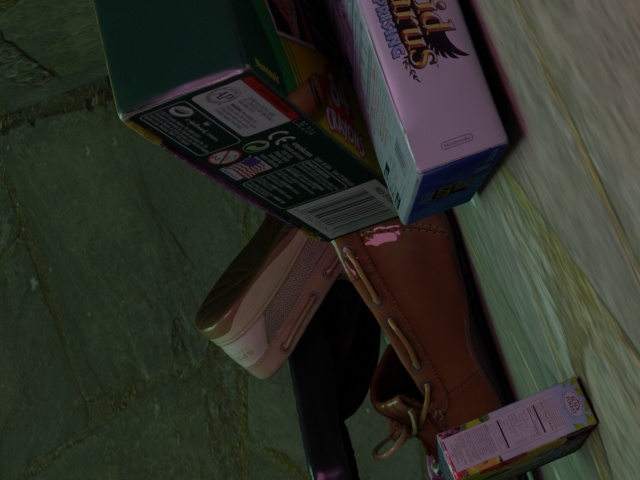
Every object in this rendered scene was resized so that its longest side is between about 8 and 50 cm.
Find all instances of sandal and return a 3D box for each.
[{"bbox_3d":[0.020,0.106,1.321,0.168,0.107,0.446,73,-176,-51],"label":"sandal"}]

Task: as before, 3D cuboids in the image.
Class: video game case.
[{"bbox_3d":[0.045,-0.146,0.819,0.269,0.061,0.244,73,177,-85],"label":"video game case"}]

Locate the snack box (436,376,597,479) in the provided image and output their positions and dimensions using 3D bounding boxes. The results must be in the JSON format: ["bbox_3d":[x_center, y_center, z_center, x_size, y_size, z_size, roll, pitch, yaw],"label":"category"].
[{"bbox_3d":[0.133,0.141,0.860,0.141,0.100,0.037,73,175,-72],"label":"snack box"}]

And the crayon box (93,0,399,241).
[{"bbox_3d":[-0.057,-0.193,0.974,0.363,0.106,0.313,31,-138,-65],"label":"crayon box"}]

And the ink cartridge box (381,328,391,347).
[{"bbox_3d":[0.104,0.070,1.457,0.143,0.089,0.092,72,177,-67],"label":"ink cartridge box"}]

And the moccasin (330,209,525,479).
[{"bbox_3d":[0.101,0.135,1.203,0.139,0.147,0.380,-112,1,-63],"label":"moccasin"}]

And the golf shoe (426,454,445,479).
[{"bbox_3d":[0.212,0.349,1.397,0.140,0.115,0.306,28,-133,-75],"label":"golf shoe"}]

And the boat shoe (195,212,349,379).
[{"bbox_3d":[0.000,0.000,1.239,0.098,0.302,0.109,44,158,-19],"label":"boat shoe"}]
